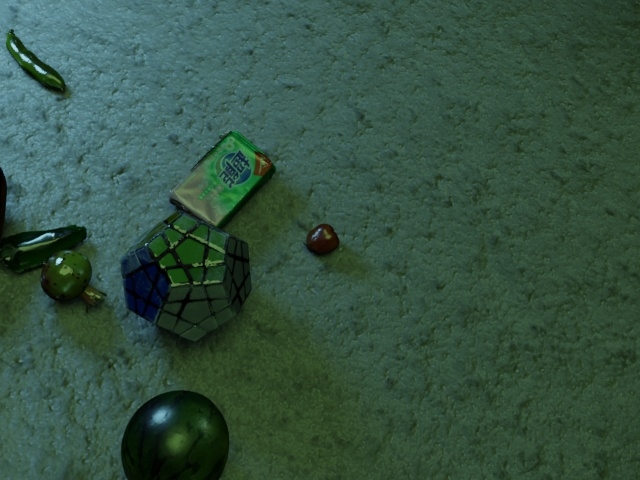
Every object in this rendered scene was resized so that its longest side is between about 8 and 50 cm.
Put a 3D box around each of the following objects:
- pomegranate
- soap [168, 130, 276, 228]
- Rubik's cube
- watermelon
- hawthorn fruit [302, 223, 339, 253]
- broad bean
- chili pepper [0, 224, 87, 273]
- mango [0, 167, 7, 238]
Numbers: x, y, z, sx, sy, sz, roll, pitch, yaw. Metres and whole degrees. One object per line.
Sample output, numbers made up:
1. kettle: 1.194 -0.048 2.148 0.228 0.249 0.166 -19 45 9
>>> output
1. pomegranate: -0.600 0.096 1.751 0.129 0.159 0.129 -20 46 22
2. soap: -0.262 -0.148 1.950 0.218 0.098 0.273 41 65 0
3. Rubik's cube: -0.318 0.081 1.734 0.264 0.319 0.319 -12 67 -47
4. watermelon: -0.315 0.450 1.576 0.242 0.242 0.242 5 65 -11
5. hawthorn fruit: 0.000 0.000 1.961 0.093 0.081 0.081 -30 74 6
6. broad bean: -0.802 -0.495 2.008 0.254 0.046 0.065 43 50 9
7. chili pepper: -0.689 0.005 1.795 0.216 0.062 0.108 -21 72 -23
8. mango: -0.839 -0.058 1.720 0.152 0.201 0.287 12 73 -36
